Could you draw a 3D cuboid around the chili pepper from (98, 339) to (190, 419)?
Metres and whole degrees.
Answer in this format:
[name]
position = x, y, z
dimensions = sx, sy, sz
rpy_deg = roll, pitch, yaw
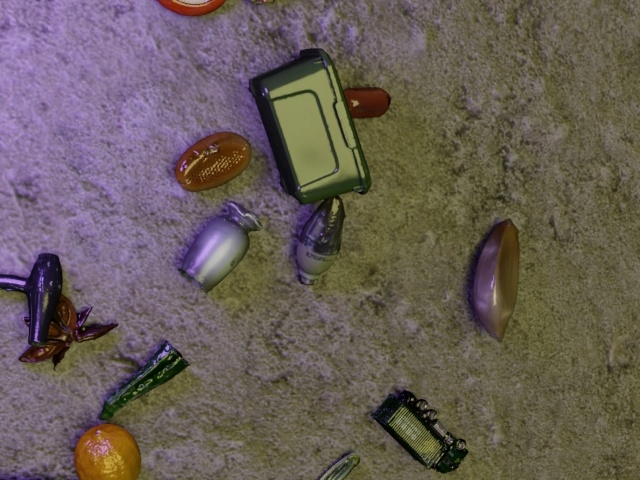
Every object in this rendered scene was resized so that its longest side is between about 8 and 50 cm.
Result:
[chili pepper]
position = -0.401, 0.324, 1.918
dimensions = 0.227, 0.059, 0.088
rpy_deg = -41, 123, -10

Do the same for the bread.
[bread]
position = -0.240, -0.175, 1.908
dimensions = 0.189, 0.077, 0.114
rpy_deg = -27, 127, -19

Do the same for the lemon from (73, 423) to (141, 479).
[lemon]
position = -0.458, 0.482, 1.865
dimensions = 0.142, 0.142, 0.187
rpy_deg = -12, 115, -22

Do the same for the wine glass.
[wine glass]
position = -0.223, 0.015, 1.920
dimensions = 0.111, 0.111, 0.204
rpy_deg = 45, 77, -22

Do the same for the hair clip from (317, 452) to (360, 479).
[hair clip]
position = 0.027, 0.602, 2.156
dimensions = 0.188, 0.033, 0.060
rpy_deg = -46, 110, -9

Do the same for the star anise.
[star anise]
position = -0.554, 0.181, 1.829
dimensions = 0.212, 0.053, 0.157
rpy_deg = -33, 109, -15

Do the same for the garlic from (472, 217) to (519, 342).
[garlic]
position = 0.457, 0.098, 2.235
dimensions = 0.143, 0.112, 0.318
rpy_deg = 21, 82, -48

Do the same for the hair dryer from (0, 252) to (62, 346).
[hair dryer]
position = -0.644, 0.114, 1.763
dimensions = 0.219, 0.075, 0.195
rpy_deg = 5, 66, -7

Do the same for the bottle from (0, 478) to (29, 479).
[bottle]
position = -0.613, 0.566, 1.823
dimensions = 0.253, 0.120, 0.120
rpy_deg = 10, 93, -26

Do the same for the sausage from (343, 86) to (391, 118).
[sausage]
position = 0.101, -0.325, 2.040
dimensions = 0.141, 0.076, 0.076
rpy_deg = -3, 99, -24

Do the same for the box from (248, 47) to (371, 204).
[box]
position = -0.030, -0.242, 1.904
dimensions = 0.178, 0.253, 0.328
rpy_deg = -23, 105, -10

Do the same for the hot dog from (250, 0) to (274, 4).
[hot dog]
position = -0.124, -0.653, 1.893
dimensions = 0.115, 0.072, 0.269
rpy_deg = 11, 94, -25

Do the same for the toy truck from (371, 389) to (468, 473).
[toy truck]
position = 0.264, 0.496, 2.218
dimensions = 0.121, 0.088, 0.259
rpy_deg = -48, 111, -12

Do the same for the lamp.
[lamp]
position = 0.000, 0.000, 1.996
dimensions = 0.101, 0.101, 0.250
rpy_deg = 3, 122, -24

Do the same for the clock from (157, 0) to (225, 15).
[clock]
position = -0.279, -0.584, 1.845
dimensions = 0.205, 0.051, 0.205
rpy_deg = -3, 98, -22
